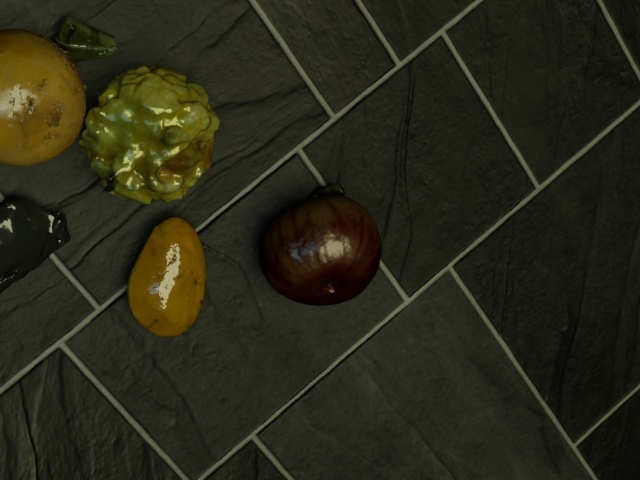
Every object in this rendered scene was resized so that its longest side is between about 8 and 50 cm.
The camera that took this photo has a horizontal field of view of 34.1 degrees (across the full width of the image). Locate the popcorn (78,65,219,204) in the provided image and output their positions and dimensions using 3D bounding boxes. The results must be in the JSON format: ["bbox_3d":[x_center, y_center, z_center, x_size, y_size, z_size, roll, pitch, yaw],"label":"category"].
[{"bbox_3d":[-0.298,-0.178,1.798,0.249,0.225,0.249,9,119,16],"label":"popcorn"}]

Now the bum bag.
[{"bbox_3d":[-0.590,0.041,1.826,0.326,0.080,0.142,-41,123,-16],"label":"bum bag"}]

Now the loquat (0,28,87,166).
[{"bbox_3d":[-0.499,-0.233,1.711,0.235,0.235,0.234,-5,104,-20],"label":"loquat"}]

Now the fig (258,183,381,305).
[{"bbox_3d":[0.001,0.016,1.989,0.235,0.214,0.235,-22,135,-24],"label":"fig"}]

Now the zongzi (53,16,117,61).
[{"bbox_3d":[-0.421,-0.322,1.824,0.104,0.052,0.113,22,110,-31],"label":"zongzi"}]

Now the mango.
[{"bbox_3d":[-0.283,0.068,1.932,0.147,0.109,0.227,1,101,-19],"label":"mango"}]
